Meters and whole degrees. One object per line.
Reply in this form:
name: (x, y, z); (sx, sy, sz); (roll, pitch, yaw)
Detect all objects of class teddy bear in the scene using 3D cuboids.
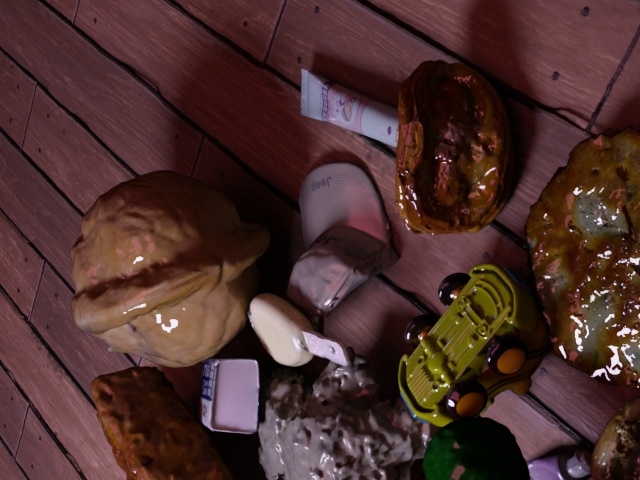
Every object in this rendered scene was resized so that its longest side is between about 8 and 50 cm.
teddy bear: (0.020, 0.331, 1.587); (0.367, 0.224, 0.357); (40, 122, 53)

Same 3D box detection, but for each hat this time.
hat: (0.000, 0.000, 1.600); (0.214, 0.149, 0.244); (-28, 84, 42)
hat: (0.305, 0.394, 1.193); (0.285, 0.285, 0.400); (-29, 83, 42)

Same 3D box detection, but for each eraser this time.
eraser: (-0.170, 0.277, 1.724); (0.287, 0.086, 0.130); (153, 119, -77)

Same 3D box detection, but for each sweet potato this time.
sweet potato: (-0.044, 0.202, 1.721); (0.041, 0.038, 0.153); (49, 126, 3)

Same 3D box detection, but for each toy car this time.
toy car: (0.230, 0.163, 1.359); (0.248, 0.142, 0.200); (-51, 30, 17)

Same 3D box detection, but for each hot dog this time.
hot dog: (0.189, -0.135, 1.377); (0.114, 0.175, 0.259); (-156, 63, -80)

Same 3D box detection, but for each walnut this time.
walnut: (-0.276, 0.048, 1.710); (0.384, 0.384, 0.383); (4, 96, 45)

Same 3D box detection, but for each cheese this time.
cheese: (-0.030, 0.161, 1.543); (0.255, 0.050, 0.127); (15, 126, 56)

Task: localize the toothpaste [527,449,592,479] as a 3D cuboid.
toothpaste: (0.281, 0.378, 1.399); (0.301, 0.048, 0.075); (-41, 48, 38)

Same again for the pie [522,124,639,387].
pie: (0.406, 0.030, 1.212); (0.288, 0.103, 0.354); (-27, 70, 43)

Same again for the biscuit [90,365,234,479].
biscuit: (-0.279, 0.449, 1.805); (0.395, 0.166, 0.342); (53, 156, 28)

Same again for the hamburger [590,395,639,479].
hamburger: (0.413, 0.257, 1.184); (0.131, 0.159, 0.185); (40, 144, 39)

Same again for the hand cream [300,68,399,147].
hand cream: (0.077, -0.205, 1.562); (0.331, 0.058, 0.085); (30, 132, 44)
